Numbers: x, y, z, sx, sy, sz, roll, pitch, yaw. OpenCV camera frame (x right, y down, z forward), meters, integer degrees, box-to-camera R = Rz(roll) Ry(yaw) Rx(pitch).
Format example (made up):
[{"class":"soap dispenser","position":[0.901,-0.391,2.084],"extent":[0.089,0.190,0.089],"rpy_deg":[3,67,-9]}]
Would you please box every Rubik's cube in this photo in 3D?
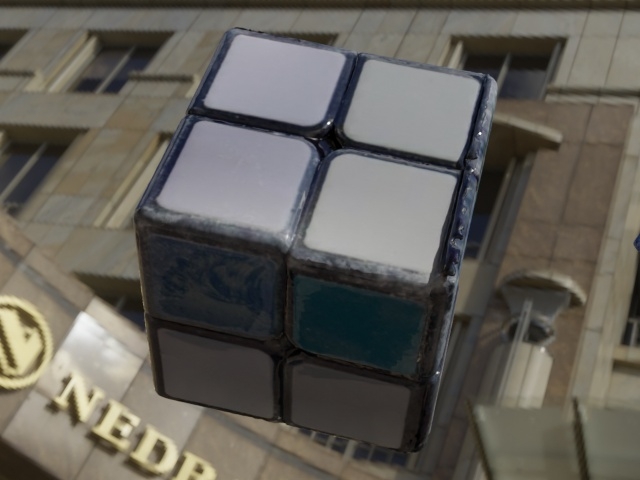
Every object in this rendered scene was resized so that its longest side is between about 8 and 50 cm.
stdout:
[{"class":"Rubik's cube","position":[0.000,0.000,1.188],"extent":[0.313,0.316,0.318],"rpy_deg":[12,-41,7]}]

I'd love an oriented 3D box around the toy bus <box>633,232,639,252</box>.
[{"class":"toy bus","position":[0.535,0.057,1.482],"extent":[0.236,0.079,0.094],"rpy_deg":[42,-14,-2]}]
